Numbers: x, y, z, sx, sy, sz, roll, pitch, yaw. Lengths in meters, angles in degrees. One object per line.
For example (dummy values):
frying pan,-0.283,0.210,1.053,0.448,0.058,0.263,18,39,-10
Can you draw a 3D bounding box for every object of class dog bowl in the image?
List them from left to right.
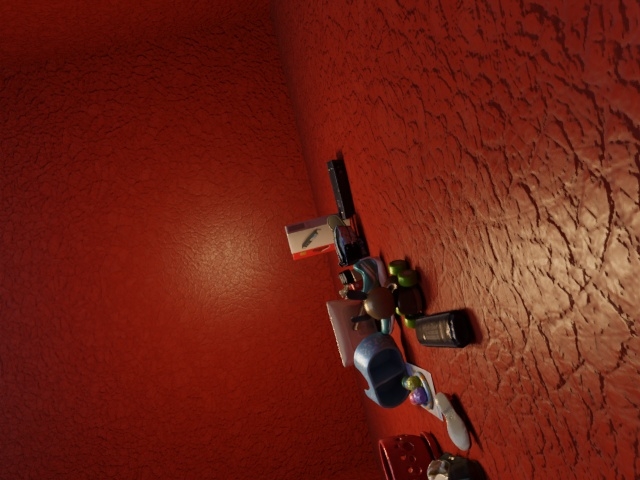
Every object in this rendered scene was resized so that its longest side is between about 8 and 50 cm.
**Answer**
dog bowl,0.225,0.462,1.407,0.074,0.166,0.297,38,151,64

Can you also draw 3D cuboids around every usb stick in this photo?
usb stick,0.267,0.202,0.906,0.278,0.045,0.077,94,168,-76

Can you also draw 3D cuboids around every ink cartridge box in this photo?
ink cartridge box,0.000,0.000,1.921,0.261,0.297,0.066,80,173,-48

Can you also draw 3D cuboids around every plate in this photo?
plate,0.165,0.380,1.750,0.045,0.278,0.277,-29,70,38

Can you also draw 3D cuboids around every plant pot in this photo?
plant pot,0.294,0.714,1.283,0.191,0.174,0.190,166,90,-86

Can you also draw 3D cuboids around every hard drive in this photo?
hard drive,0.085,-0.221,1.730,0.172,0.054,0.254,-136,31,-81

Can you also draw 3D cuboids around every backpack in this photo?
backpack,0.117,0.015,1.666,0.158,0.117,0.173,105,150,-81

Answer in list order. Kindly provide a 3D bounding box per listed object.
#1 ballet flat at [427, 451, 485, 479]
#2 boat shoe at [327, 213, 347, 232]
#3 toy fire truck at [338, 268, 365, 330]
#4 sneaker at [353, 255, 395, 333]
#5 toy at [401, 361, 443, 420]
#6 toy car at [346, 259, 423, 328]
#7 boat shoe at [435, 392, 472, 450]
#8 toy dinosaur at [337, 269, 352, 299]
ballet flat,0.327,0.594,1.027,0.280,0.096,0.095,83,171,-59
boat shoe,0.108,-0.019,1.782,0.227,0.081,0.068,58,-173,-5
toy fire truck,0.164,0.229,1.652,0.217,0.159,0.246,114,133,-82
sneaker,0.189,0.193,1.401,0.107,0.110,0.275,105,150,-80
toy,0.297,0.464,1.248,0.237,0.056,0.136,109,146,-81
toy car,0.165,0.159,1.085,0.149,0.189,0.154,-118,15,-71
boat shoe,0.320,0.425,0.953,0.043,0.049,0.137,26,-152,-36
toy dinosaur,0.164,0.241,2.003,0.160,0.121,0.313,64,172,-5
